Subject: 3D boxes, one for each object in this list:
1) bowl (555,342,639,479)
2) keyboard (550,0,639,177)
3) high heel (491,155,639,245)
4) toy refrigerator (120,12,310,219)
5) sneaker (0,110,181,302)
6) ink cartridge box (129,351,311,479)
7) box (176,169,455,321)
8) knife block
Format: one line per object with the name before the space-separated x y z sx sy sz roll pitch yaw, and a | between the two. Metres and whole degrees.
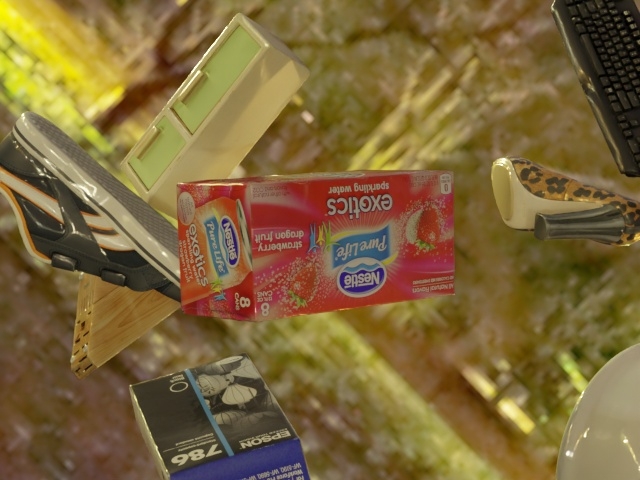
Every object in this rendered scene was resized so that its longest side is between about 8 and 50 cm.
bowl | 0.399 0.256 1.641 0.298 0.298 0.134 44 -22 -29
keyboard | 0.455 -0.232 2.116 0.033 0.201 0.317 86 -11 -60
high heel | 0.359 -0.060 2.216 0.186 0.093 0.261 -2 25 -15
toy refrigerator | -0.145 -0.163 2.074 0.094 0.269 0.102 28 16 -43
sneaker | -0.271 -0.008 1.888 0.321 0.127 0.126 41 9 1
ink cartridge box | -0.121 0.244 1.878 0.332 0.165 0.065 -132 -150 -63
box | 0.000 0.000 1.482 0.257 0.128 0.122 -5 6 -39
knife block | -0.313 0.128 2.785 0.242 0.275 0.088 14 -27 -24
